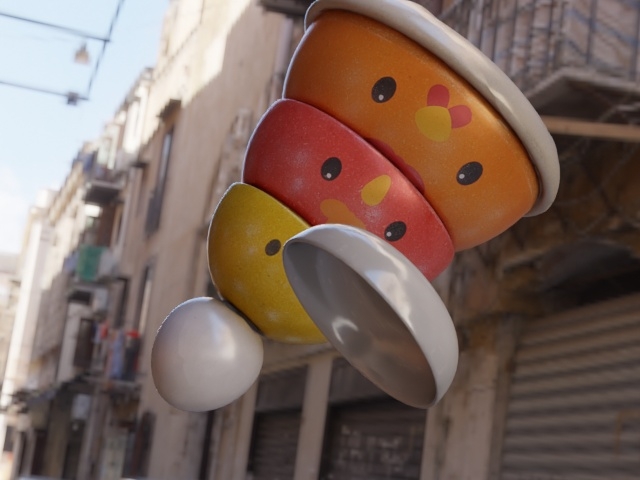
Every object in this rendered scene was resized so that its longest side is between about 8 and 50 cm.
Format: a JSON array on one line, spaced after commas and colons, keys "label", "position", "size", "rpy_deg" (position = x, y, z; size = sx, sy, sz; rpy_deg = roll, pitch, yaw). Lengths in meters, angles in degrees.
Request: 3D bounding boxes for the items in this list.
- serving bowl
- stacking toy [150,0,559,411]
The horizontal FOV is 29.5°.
[{"label": "serving bowl", "position": [0.023, 0.024, 0.463], "size": [0.083, 0.027, 0.083], "rpy_deg": [41, -22, 21]}, {"label": "stacking toy", "position": [0.000, 0.000, 1.332], "size": [0.350, 0.480, 0.350], "rpy_deg": [37, -12, 9]}]
